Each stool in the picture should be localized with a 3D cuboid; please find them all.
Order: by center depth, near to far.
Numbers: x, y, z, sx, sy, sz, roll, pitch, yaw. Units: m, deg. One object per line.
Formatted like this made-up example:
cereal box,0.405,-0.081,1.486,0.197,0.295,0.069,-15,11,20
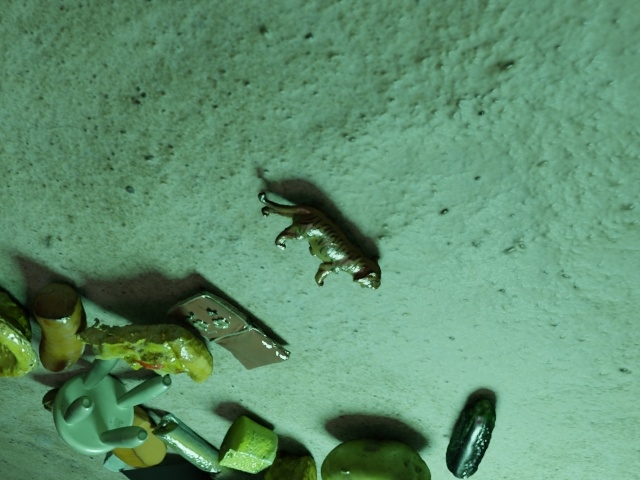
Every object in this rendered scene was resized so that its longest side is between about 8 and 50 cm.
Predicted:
stool,-0.477,0.371,1.649,0.195,0.195,0.199,39,137,-21

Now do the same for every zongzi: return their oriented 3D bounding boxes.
zongzi,-0.634,0.385,1.838,0.160,0.078,0.176,14,131,9

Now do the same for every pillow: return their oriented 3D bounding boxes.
pillow,-0.174,0.175,1.402,0.232,0.043,0.126,41,138,-25

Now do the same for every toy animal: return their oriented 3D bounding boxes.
toy animal,0.000,0.000,1.115,0.099,0.057,0.241,-24,122,34

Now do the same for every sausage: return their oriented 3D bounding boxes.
sausage,-0.551,0.194,1.551,0.109,0.109,0.270,23,141,-3
sausage,-0.482,0.501,1.864,0.136,0.120,0.241,15,144,31

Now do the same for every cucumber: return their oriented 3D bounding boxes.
cucumber,0.295,0.385,1.419,0.074,0.074,0.241,14,140,9

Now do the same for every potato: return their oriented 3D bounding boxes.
potato,0.119,0.506,1.578,0.197,0.148,0.228,23,145,-25

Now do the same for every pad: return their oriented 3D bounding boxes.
pad,-0.367,0.706,2.099,0.367,0.007,0.247,-13,132,23

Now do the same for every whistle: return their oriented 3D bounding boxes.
whistle,-0.308,0.559,1.900,0.057,0.068,0.326,5,143,53

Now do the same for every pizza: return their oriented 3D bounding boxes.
pizza,-0.357,0.228,1.471,0.288,0.075,0.280,5,155,13

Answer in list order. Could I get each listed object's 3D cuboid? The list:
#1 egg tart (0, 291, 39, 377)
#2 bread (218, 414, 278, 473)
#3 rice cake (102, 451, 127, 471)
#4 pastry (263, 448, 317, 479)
egg tart,-0.750,0.185,1.612,0.315,0.120,0.315,14,142,11
bread,-0.171,0.477,1.706,0.114,0.111,0.129,30,139,-18
rice cake,-0.566,0.604,2.067,0.069,0.063,0.206,26,141,-16
pastry,-0.071,0.604,1.753,0.103,0.188,0.188,2,138,15
